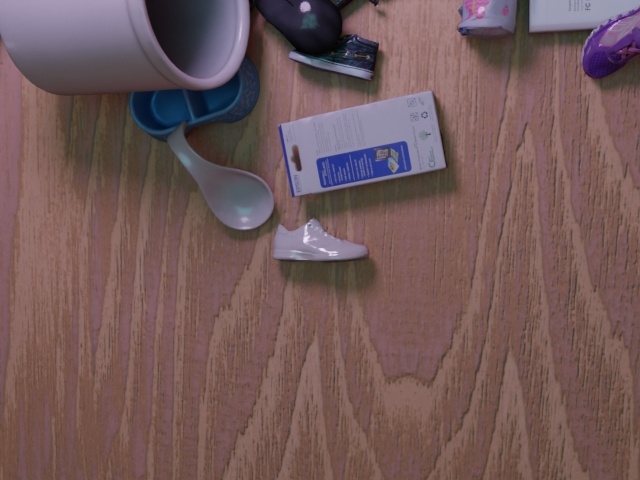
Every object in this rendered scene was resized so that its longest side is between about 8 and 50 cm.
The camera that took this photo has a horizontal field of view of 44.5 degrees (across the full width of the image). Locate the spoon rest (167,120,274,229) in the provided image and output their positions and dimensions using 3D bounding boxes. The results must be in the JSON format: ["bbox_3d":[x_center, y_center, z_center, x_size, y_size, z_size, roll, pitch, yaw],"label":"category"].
[{"bbox_3d":[-0.218,-0.131,1.671,0.137,0.084,0.276,-42,104,19],"label":"spoon rest"}]

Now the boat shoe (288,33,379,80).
[{"bbox_3d":[0.030,-0.394,1.635,0.184,0.065,0.083,14,96,5],"label":"boat shoe"}]

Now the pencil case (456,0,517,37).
[{"bbox_3d":[0.336,-0.532,1.527,0.114,0.124,0.273,3,99,-20],"label":"pencil case"}]

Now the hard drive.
[{"bbox_3d":[0.584,-0.528,1.507,0.353,0.047,0.232,0,96,13],"label":"hard drive"}]

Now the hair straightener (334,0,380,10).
[{"bbox_3d":[0.108,-0.526,1.617,0.231,0.047,0.089,-28,89,9],"label":"hair straightener"}]

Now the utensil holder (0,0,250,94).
[{"bbox_3d":[-0.388,-0.446,1.544,0.386,0.328,0.327,1,96,30],"label":"utensil holder"}]

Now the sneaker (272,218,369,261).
[{"bbox_3d":[0.000,0.000,1.675,0.212,0.080,0.094,2,84,13],"label":"sneaker"}]

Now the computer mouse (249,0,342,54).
[{"bbox_3d":[-0.072,-0.483,1.604,0.272,0.072,0.188,42,99,23],"label":"computer mouse"}]

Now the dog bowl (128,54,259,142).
[{"bbox_3d":[-0.282,-0.317,1.701,0.297,0.074,0.165,-17,92,14],"label":"dog bowl"}]

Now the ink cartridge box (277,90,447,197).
[{"bbox_3d":[0.088,-0.198,1.638,0.333,0.065,0.165,-9,94,12],"label":"ink cartridge box"}]

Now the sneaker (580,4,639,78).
[{"bbox_3d":[0.592,-0.380,1.458,0.095,0.104,0.236,36,130,-21],"label":"sneaker"}]
